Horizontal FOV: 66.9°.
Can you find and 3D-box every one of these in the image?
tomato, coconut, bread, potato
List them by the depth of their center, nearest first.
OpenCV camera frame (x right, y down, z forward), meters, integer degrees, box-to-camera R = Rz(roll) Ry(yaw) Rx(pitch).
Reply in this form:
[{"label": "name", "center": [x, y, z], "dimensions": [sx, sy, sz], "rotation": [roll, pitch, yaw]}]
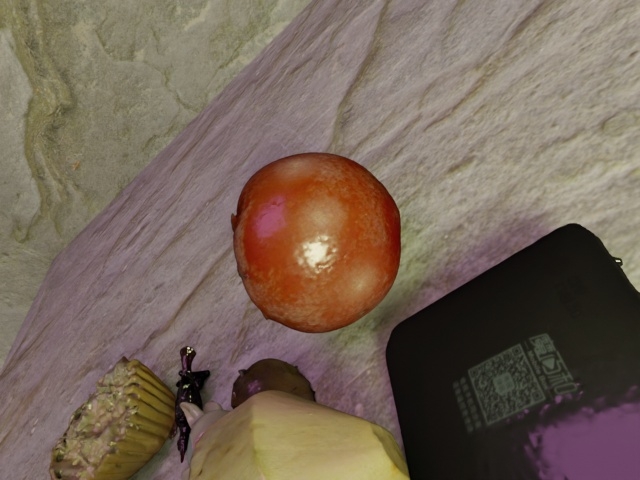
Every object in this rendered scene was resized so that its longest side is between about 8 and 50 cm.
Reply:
[{"label": "coconut", "center": [-0.016, 0.281, 0.496], "dimensions": [0.259, 0.259, 0.259], "rotation": [-32, 38, 30]}, {"label": "tomato", "center": [0.000, 0.000, 0.720], "dimensions": [0.265, 0.265, 0.265], "rotation": [-32, 38, 30]}, {"label": "potato", "center": [-0.082, 0.227, 0.758], "dimensions": [0.172, 0.089, 0.100], "rotation": [-14, 47, 47]}, {"label": "bread", "center": [-0.419, 0.384, 0.987], "dimensions": [0.274, 0.149, 0.274], "rotation": [-36, 31, 25]}]

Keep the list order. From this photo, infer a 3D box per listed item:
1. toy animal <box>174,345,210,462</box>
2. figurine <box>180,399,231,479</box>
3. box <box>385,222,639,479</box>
[{"label": "toy animal", "center": [-0.254, 0.313, 0.917], "dimensions": [0.105, 0.070, 0.202], "rotation": [97, 173, -55]}, {"label": "figurine", "center": [-0.142, 0.323, 0.714], "dimensions": [0.235, 0.127, 0.155], "rotation": [-6, 92, 55]}, {"label": "box", "center": [0.203, 0.154, 0.482], "dimensions": [0.289, 0.073, 0.290], "rotation": [-37, 36, 25]}]
